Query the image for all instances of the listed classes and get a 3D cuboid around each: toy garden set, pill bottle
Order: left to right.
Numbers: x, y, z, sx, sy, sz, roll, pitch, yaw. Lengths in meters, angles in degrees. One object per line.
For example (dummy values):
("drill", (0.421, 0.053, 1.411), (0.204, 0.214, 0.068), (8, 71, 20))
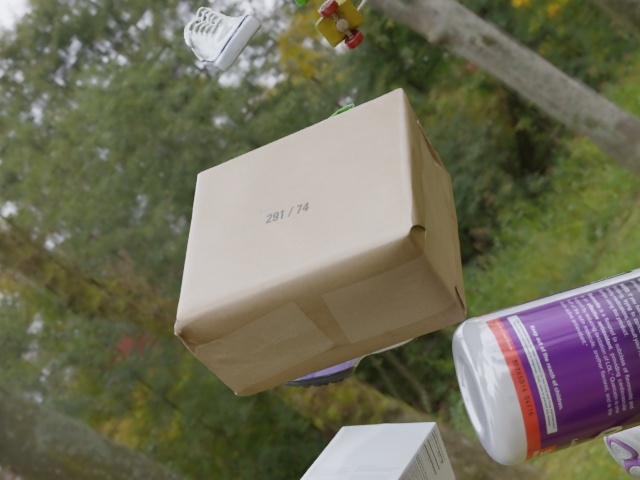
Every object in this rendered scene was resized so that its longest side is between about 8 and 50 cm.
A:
("toy garden set", (0.014, -0.393, 1.538), (0.049, 0.204, 0.244), (-12, 40, 48))
("pill bottle", (0.333, 0.143, 1.380), (0.322, 0.182, 0.181), (-16, -9, -4))

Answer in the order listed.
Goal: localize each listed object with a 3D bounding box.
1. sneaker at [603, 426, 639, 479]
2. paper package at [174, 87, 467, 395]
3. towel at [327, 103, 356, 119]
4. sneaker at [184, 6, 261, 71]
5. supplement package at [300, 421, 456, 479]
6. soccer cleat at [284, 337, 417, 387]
("sneaker", (0.537, 0.290, 1.653), (0.114, 0.305, 0.152), (-18, 55, 64))
("paper package", (0.000, 0.000, 1.468), (0.324, 0.168, 0.310), (-21, 39, 18))
("towel", (0.028, -0.139, 1.740), (0.113, 0.023, 0.152), (-34, -34, 2))
("sneaker", (-0.172, -0.332, 1.863), (0.094, 0.091, 0.258), (-55, 17, -11))
("supplement package", (0.094, 0.422, 1.908), (0.194, 0.149, 0.203), (-9, 21, 33))
("soccer cleat", (0.047, 0.166, 2.031), (0.318, 0.117, 0.108), (-22, 17, -38))
